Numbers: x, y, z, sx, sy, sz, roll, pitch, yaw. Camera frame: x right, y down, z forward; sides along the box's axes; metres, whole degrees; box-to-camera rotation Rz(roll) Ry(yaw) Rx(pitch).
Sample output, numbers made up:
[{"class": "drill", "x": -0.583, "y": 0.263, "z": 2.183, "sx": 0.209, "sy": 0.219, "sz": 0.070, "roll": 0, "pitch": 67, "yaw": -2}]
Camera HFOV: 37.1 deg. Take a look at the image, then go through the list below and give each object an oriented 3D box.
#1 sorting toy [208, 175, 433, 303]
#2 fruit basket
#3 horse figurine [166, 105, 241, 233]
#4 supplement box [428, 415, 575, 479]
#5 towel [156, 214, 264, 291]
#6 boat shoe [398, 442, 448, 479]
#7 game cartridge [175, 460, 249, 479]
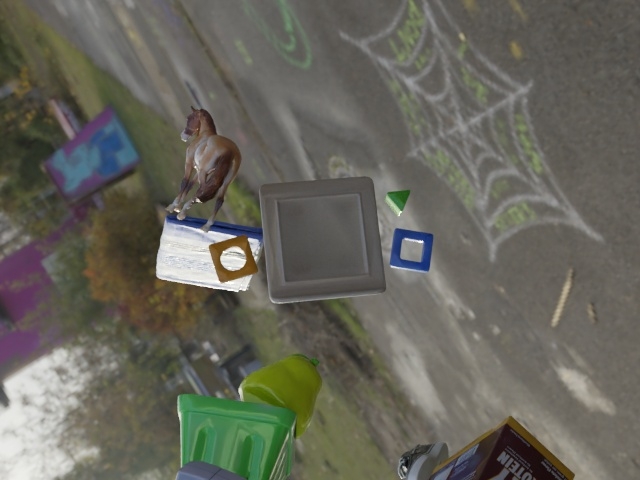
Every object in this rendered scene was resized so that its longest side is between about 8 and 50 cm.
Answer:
[{"class": "sorting toy", "x": 0.000, "y": 0.000, "z": 1.487, "sx": 0.047, "sy": 0.347, "sz": 0.196, "roll": 107, "pitch": 157, "yaw": -73}, {"class": "fruit basket", "x": -0.151, "y": 0.396, "z": 2.055, "sx": 0.392, "sy": 0.283, "sz": 0.392, "roll": 8, "pitch": -90, "yaw": -88}, {"class": "horse figurine", "x": -0.182, "y": -0.112, "z": 1.503, "sx": 0.066, "sy": 0.174, "sz": 0.263, "roll": 24, "pitch": -177, "yaw": -24}, {"class": "supplement box", "x": 0.230, "y": 0.390, "z": 1.357, "sx": 0.129, "sy": 0.194, "sz": 0.191, "roll": 43, "pitch": 131, "yaw": 1}, {"class": "towel", "x": -0.231, "y": 0.028, "z": 1.980, "sx": 0.285, "sy": 0.209, "sz": 0.034, "roll": 116, "pitch": 161, "yaw": -61}, {"class": "boat shoe", "x": 0.184, "y": 0.430, "z": 1.787, "sx": 0.219, "sy": 0.070, "sz": 0.078, "roll": -4, "pitch": -87, "yaw": -70}, {"class": "game cartridge", "x": -0.129, "y": 0.509, "z": 1.628, "sx": 0.297, "sy": 0.062, "sz": 0.198, "roll": 28, "pitch": 113, "yaw": 18}]
